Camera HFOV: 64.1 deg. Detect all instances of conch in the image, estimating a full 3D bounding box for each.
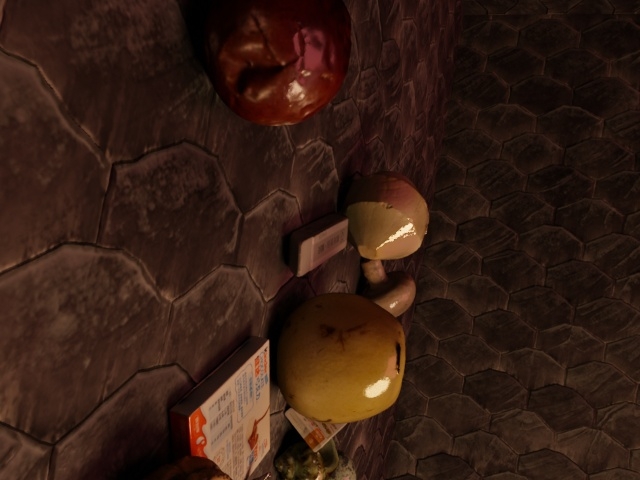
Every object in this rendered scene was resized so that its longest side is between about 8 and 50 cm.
[{"bbox_3d":[-0.036,0.569,1.310,0.181,0.124,0.187,61,18,-46],"label":"conch"}]

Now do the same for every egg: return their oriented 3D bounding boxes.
[{"bbox_3d":[0.044,0.711,1.560,0.172,0.132,0.132,-40,136,-77],"label":"egg"}]

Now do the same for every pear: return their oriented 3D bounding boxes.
[{"bbox_3d":[0.050,0.266,1.167,0.309,0.309,0.309,9,90,-70],"label":"pear"}]

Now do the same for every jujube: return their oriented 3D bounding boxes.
[{"bbox_3d":[-0.052,-0.304,0.793,0.318,0.223,0.223,-63,154,-57],"label":"jujube"}]

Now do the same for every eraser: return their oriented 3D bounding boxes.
[{"bbox_3d":[0.000,0.000,1.242,0.352,0.061,0.089,-31,127,-63],"label":"eraser"}]

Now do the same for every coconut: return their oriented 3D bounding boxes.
[{"bbox_3d":[0.171,-0.058,1.434,0.259,0.259,0.259,9,90,-70],"label":"coconut"}]

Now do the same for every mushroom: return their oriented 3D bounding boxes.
[{"bbox_3d":[0.222,0.161,1.714,0.206,0.206,0.209,-46,140,-58],"label":"mushroom"}]

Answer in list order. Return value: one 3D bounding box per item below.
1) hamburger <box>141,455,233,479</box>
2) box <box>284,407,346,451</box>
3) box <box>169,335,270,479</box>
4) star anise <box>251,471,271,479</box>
[{"bbox_3d":[-0.207,0.436,0.728,0.286,0.146,0.243,30,76,-55],"label":"hamburger"},{"bbox_3d":[-0.007,0.472,1.351,0.032,0.122,0.220,-45,163,10],"label":"box"},{"bbox_3d":[-0.172,0.356,0.946,0.265,0.048,0.273,-35,130,-61],"label":"box"},{"bbox_3d":[-0.154,0.535,0.998,0.171,0.063,0.208,-57,165,-32],"label":"star anise"}]
